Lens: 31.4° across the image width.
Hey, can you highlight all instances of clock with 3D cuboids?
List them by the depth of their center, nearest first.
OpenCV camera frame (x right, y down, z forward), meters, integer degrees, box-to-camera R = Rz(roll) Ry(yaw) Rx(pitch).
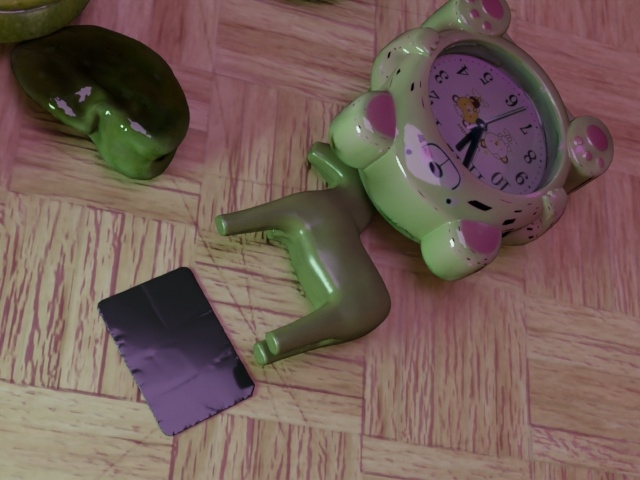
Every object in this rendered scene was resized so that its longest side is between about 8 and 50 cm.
[{"bbox_3d":[0.173,-0.121,1.317,0.284,0.114,0.309,51,52,-5],"label":"clock"}]

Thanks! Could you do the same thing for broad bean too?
[{"bbox_3d":[-0.228,-0.161,1.218,0.207,0.072,0.153,45,46,4],"label":"broad bean"}]

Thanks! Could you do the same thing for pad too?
[{"bbox_3d":[-0.146,0.111,1.165,0.112,0.003,0.157,-24,77,-29],"label":"pad"}]

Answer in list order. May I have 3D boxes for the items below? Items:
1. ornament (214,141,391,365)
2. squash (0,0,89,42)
[{"bbox_3d":[0.000,0.000,1.241,0.245,0.061,0.230,-15,71,-35],"label":"ornament"},{"bbox_3d":[-0.363,-0.324,1.234,0.252,0.049,0.252,7,57,-11],"label":"squash"}]
